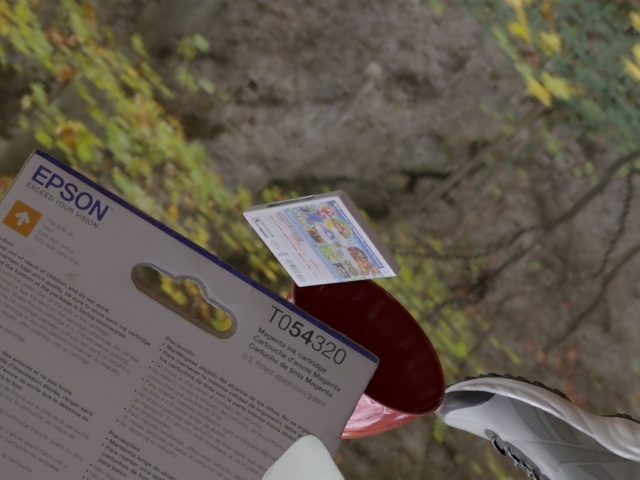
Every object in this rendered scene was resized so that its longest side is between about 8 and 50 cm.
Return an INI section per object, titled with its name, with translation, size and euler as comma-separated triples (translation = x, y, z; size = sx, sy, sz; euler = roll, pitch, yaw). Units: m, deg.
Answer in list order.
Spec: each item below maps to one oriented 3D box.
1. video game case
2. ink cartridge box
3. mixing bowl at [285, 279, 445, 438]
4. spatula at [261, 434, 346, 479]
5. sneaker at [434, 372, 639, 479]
[video game case]
translation = 0.000, 0.000, 1.160
size = 0.087, 0.122, 0.011
euler = 53, -125, -23
[ink cartridge box]
translation = -0.167, 0.150, 1.061
size = 0.324, 0.071, 0.330
euler = 32, -114, -5
[mixing bowl]
translation = 0.019, 0.119, 1.330
size = 0.181, 0.098, 0.181
euler = 31, -150, -21
[spatula]
translation = 0.003, 0.224, 0.610
size = 0.019, 0.168, 0.242
euler = 15, -145, -46
[sneaker]
translation = 0.225, 0.205, 1.347
size = 0.271, 0.108, 0.100
euler = 18, 162, 30
